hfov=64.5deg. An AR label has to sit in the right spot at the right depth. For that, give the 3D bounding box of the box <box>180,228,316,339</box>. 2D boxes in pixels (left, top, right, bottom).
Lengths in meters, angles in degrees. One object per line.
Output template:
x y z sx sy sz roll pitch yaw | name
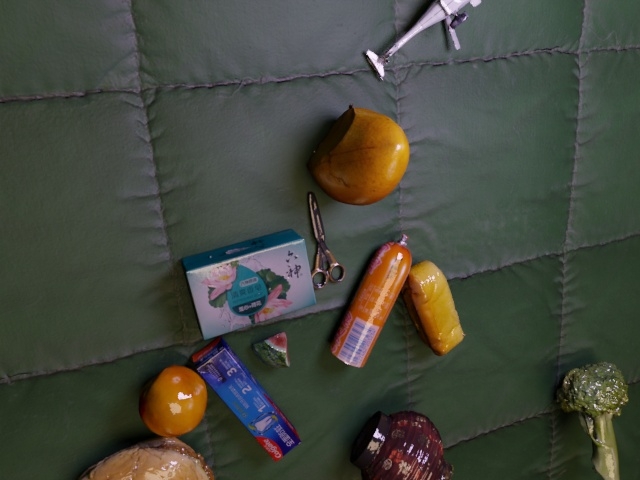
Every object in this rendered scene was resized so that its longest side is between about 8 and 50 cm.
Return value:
-0.144 0.084 1.034 0.244 0.092 0.153 -16 110 -16 | box

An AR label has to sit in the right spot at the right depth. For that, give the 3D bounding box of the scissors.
0.000 0.000 1.108 0.088 0.017 0.220 -17 110 -15 | scissors

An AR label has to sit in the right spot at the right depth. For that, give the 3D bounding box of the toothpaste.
-0.158 0.355 1.122 0.076 0.066 0.321 -35 115 -8 | toothpaste

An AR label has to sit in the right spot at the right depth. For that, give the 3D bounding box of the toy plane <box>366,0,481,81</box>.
0.213 -0.453 1.013 0.273 0.107 0.182 -25 107 -8 | toy plane

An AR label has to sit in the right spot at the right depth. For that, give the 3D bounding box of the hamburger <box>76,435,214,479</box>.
-0.367 0.543 1.055 0.283 0.144 0.260 -31 111 -16 | hamburger

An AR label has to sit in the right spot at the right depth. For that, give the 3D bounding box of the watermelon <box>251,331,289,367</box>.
-0.107 0.240 1.121 0.092 0.072 0.085 14 116 15 | watermelon

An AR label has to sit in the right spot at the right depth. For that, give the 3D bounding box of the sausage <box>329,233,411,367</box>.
0.124 0.128 1.152 0.092 0.093 0.312 22 96 -25 | sausage

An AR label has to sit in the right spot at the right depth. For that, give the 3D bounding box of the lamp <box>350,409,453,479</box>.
0.199 0.531 1.220 0.246 0.247 0.247 -6 107 -19 | lamp

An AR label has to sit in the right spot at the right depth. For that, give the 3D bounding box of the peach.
-0.296 0.326 1.019 0.138 0.138 0.138 -6 107 -19 | peach

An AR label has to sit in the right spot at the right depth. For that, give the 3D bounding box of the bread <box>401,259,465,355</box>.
0.260 0.164 1.212 0.094 0.102 0.246 -31 115 -17 | bread

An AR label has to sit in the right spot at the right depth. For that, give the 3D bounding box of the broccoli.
0.784 0.495 1.474 0.254 0.186 0.302 -29 121 -55 | broccoli

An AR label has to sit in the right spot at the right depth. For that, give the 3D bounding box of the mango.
0.083 -0.153 0.962 0.137 0.257 0.187 15 99 -24 | mango
